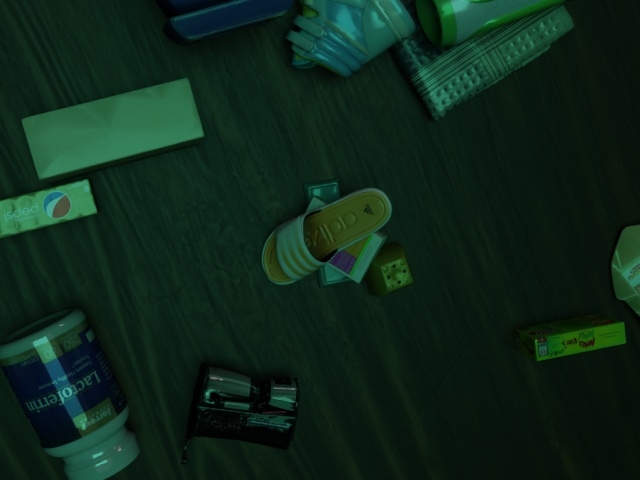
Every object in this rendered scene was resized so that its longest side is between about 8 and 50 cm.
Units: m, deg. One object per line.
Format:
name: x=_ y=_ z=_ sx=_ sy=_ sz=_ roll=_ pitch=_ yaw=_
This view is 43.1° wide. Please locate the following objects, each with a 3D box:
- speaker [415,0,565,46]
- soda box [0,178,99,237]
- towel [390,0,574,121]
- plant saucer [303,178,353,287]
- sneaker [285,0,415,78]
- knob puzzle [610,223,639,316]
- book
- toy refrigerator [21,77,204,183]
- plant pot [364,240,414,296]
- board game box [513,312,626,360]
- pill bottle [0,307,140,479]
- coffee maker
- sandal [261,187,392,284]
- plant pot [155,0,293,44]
speaker: x=0.317 y=-0.431 z=1.379 sx=0.296 sy=0.131 sz=0.131 roll=-22 pitch=99 yaw=-7
soda box: x=-0.462 y=-0.052 z=1.337 sx=0.181 sy=0.058 sz=0.061 roll=-15 pitch=98 yaw=-11
towel: x=0.259 y=-0.428 z=1.463 sx=0.324 sy=0.056 sz=0.312 roll=-33 pitch=98 yaw=-5
plant saucer: x=0.016 y=-0.012 z=1.462 sx=0.067 sy=0.018 sz=0.192 roll=-10 pitch=98 yaw=-10
sneaker: x=-0.014 y=-0.413 z=1.364 sx=0.208 sy=0.127 sz=0.319 roll=-40 pitch=87 yaw=11
knob puzzle: x=0.654 y=0.050 z=1.581 sx=0.213 sy=0.030 sz=0.213 roll=1 pitch=97 yaw=10
book: x=0.029 y=-0.001 z=1.422 sx=0.144 sy=0.035 sz=0.096 roll=31 pitch=106 yaw=10
toy refrigerator: x=-0.336 y=-0.178 z=1.336 sx=0.269 sy=0.094 sz=0.102 roll=-17 pitch=92 yaw=-10
plant pot: x=0.125 y=0.056 z=1.457 sx=0.081 sy=0.083 sz=0.081 roll=-20 pitch=99 yaw=-8
board game box: x=0.470 y=0.181 z=1.536 sx=0.181 sy=0.092 sz=0.043 roll=-9 pitch=98 yaw=-11
pill bottle: x=-0.407 y=0.257 z=1.331 sx=0.153 sy=0.153 sz=0.265 roll=-25 pitch=100 yaw=-8
coffee maker: x=-0.138 y=0.309 z=1.423 sx=0.178 sy=0.120 sz=0.171 roll=13 pitch=116 yaw=-12
sandal: x=-0.005 y=-0.010 z=1.376 sx=0.265 sy=0.076 sz=0.102 roll=-31 pitch=88 yaw=23
plant pot: x=-0.171 y=-0.433 z=1.278 sx=0.236 sy=0.236 sz=0.212 roll=-19 pitch=105 yaw=-10
